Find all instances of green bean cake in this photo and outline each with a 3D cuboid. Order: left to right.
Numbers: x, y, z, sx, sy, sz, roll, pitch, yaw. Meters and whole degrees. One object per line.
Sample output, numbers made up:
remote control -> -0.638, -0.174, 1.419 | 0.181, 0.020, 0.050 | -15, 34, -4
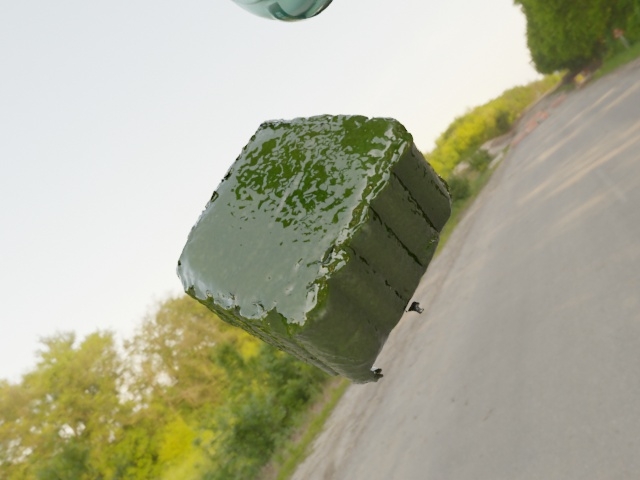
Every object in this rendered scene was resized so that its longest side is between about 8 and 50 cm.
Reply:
green bean cake -> 0.000, 0.000, 0.895 | 0.218, 0.335, 0.319 | 44, -110, -45

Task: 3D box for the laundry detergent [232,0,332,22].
laundry detergent -> -0.025, -0.463, 0.823 | 0.305, 0.287, 0.287 | -44, -2, -23
